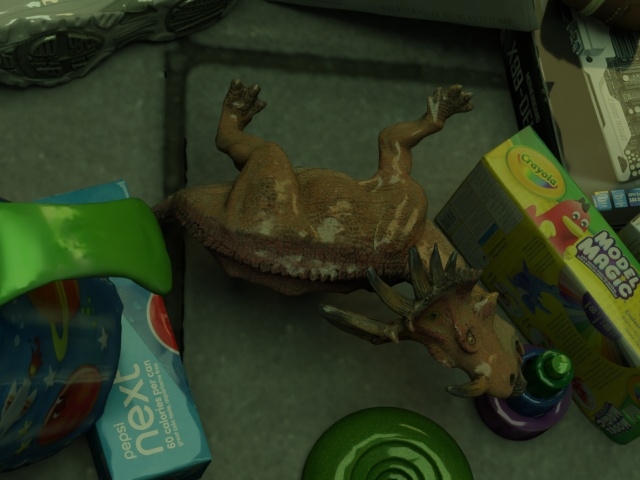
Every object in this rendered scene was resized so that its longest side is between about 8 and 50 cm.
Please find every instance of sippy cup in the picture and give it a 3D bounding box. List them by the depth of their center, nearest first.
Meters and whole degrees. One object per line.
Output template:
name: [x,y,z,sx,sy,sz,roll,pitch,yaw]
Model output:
sippy cup: [-0.246,0.058,1.029,0.305,0.224,0.240,17,92,26]

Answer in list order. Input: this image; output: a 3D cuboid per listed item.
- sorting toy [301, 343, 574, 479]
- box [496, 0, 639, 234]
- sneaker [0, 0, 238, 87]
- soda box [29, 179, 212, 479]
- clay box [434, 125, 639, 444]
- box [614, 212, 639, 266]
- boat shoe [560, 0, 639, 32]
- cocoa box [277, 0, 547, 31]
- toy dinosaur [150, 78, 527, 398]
sorting toy: [0.040,0.175,1.125,0.365,0.126,0.127,-34,80,-20]
box: [0.306,-0.123,1.316,0.307,0.076,0.242,-5,71,-13]
sneaker: [-0.177,-0.192,1.241,0.232,0.090,0.115,-20,69,-27]
soda box: [-0.142,0.069,1.155,0.071,0.067,0.210,-14,75,-17]
clay box: [0.182,0.037,1.204,0.053,0.127,0.222,-35,81,-21]
box: [0.269,0.071,1.201,0.038,0.145,0.186,-37,82,-20]
boat shoe: [0.273,-0.273,1.269,0.095,0.095,0.257,27,86,-7]
cocoa box: [0.081,-0.369,1.240,0.231,0.228,0.347,11,66,18]
toy dinosaur: [0.000,0.000,1.135,0.296,0.127,0.200,5,48,9]
